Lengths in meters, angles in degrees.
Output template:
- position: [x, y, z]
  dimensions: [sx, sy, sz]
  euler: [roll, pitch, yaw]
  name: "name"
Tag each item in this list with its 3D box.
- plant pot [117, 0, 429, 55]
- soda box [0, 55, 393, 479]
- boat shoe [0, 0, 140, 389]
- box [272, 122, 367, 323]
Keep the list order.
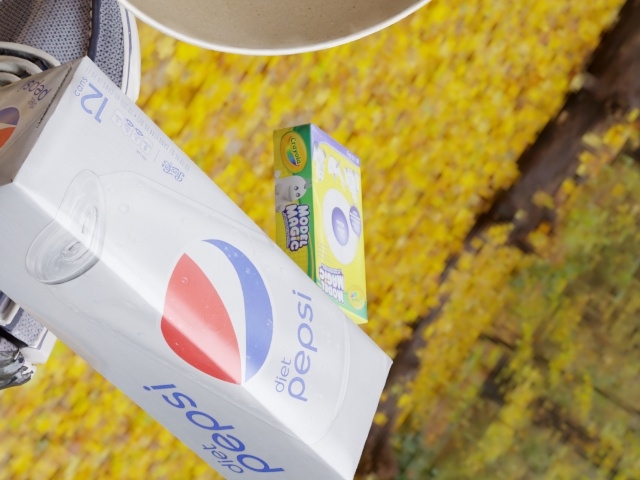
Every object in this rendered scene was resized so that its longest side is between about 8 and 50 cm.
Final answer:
- position: [-0.031, -0.274, 0.791]
  dimensions: [0.284, 0.191, 0.284]
  euler: [-14, 136, -14]
  name: "plant pot"
- position: [-0.085, 0.030, 0.803]
  dimensions: [0.098, 0.286, 0.091]
  euler: [-11, -136, 40]
  name: "soda box"
- position: [-0.202, -0.082, 0.925]
  dimensions: [0.158, 0.127, 0.340]
  euler: [82, 12, -66]
  name: "boat shoe"
- position: [0.000, 0.000, 1.215]
  dimensions: [0.105, 0.043, 0.179]
  euler: [29, 56, -60]
  name: "box"
